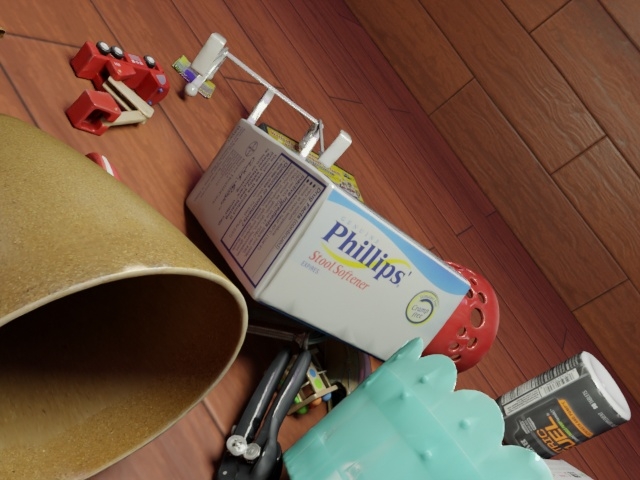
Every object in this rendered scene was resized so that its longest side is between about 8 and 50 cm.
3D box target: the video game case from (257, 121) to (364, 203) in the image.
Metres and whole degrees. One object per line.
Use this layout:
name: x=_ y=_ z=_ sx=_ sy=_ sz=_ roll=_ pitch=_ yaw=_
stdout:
video game case: x=0.002 y=-0.080 z=1.107 sx=0.275 sy=0.035 sz=0.248 roll=24 pitch=38 yaw=-43

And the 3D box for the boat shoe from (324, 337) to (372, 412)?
boat shoe: x=0.028 y=0.192 z=0.776 sx=0.072 sy=0.068 sz=0.190 roll=17 pitch=41 yaw=-32

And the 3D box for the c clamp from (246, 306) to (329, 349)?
c clamp: x=-0.066 y=0.105 z=0.685 sx=0.160 sy=0.022 sz=0.137 roll=9 pitch=5 yaw=3

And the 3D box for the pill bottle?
pill bottle: x=0.398 y=0.310 z=1.015 sx=0.130 sy=0.245 sz=0.130 roll=38 pitch=28 yaw=-24

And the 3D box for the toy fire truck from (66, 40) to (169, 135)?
toy fire truck: x=-0.275 y=-0.207 z=0.801 sx=0.135 sy=0.047 sz=0.192 roll=59 pitch=26 yaw=13

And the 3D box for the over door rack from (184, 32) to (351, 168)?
over door rack: x=-0.097 y=-0.209 z=0.927 sx=0.239 sy=0.108 sz=0.324 roll=34 pitch=8 yaw=-15

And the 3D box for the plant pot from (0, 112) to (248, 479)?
plant pot: x=-0.223 y=0.022 z=0.433 sx=0.254 sy=0.237 sz=0.237 roll=48 pitch=22 yaw=28

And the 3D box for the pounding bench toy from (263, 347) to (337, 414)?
pounding bench toy: x=-0.029 y=0.179 z=0.706 sx=0.083 sy=0.052 sz=0.065 roll=-1 pitch=58 yaw=-58

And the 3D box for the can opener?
can opener: x=-0.059 y=0.189 z=0.618 sx=0.073 sy=0.059 sz=0.186 roll=86 pitch=17 yaw=-45

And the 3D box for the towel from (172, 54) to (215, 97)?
towel: x=-0.225 y=-0.295 z=1.035 sx=0.083 sy=0.009 sz=0.060 roll=42 pitch=28 yaw=-20

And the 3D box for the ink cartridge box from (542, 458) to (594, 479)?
ink cartridge box: x=0.381 y=0.439 z=0.814 sx=0.309 sy=0.130 sz=0.272 roll=24 pitch=2 yaw=-43

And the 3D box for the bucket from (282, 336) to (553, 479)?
bucket: x=0.103 y=0.258 z=0.563 sx=0.281 sy=0.183 sz=0.281 roll=55 pitch=-8 yaw=11

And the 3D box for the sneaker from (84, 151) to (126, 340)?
sneaker: x=-0.203 y=0.020 z=0.616 sx=0.128 sy=0.087 sz=0.221 roll=23 pitch=50 yaw=-59

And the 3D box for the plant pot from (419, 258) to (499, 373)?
plant pot: x=0.173 y=0.119 z=0.970 sx=0.174 sy=0.191 sz=0.191 roll=19 pitch=40 yaw=-35

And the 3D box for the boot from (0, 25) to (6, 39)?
boot: x=-0.427 y=-0.248 z=0.582 sx=0.152 sy=0.073 sz=0.197 roll=47 pitch=29 yaw=-20

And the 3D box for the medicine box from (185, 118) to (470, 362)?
medicine box: x=0.000 y=0.000 z=0.756 sx=0.263 sy=0.149 sz=0.289 roll=32 pitch=8 yaw=-36
